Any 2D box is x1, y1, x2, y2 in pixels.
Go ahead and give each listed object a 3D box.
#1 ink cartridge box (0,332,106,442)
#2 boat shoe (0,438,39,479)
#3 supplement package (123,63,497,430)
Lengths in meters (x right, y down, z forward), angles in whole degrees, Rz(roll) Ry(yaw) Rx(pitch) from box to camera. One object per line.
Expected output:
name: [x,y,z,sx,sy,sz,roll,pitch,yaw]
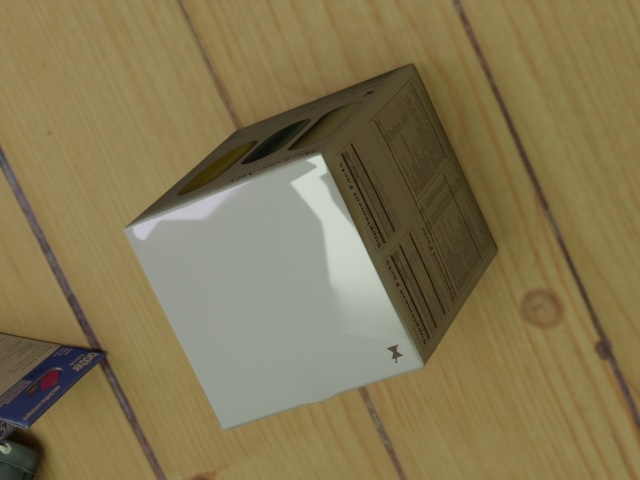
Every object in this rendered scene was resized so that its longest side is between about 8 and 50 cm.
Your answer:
ink cartridge box: [-0.390,0.141,1.881,0.311,0.186,0.065,7,110,17]
boat shoe: [-0.439,0.197,1.992,0.319,0.116,0.099,27,75,15]
supplement package: [0.000,0.000,1.638,0.199,0.263,0.198,-20,103,25]
